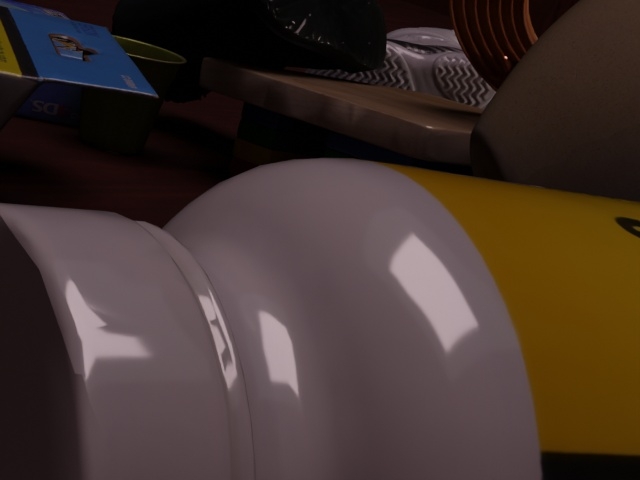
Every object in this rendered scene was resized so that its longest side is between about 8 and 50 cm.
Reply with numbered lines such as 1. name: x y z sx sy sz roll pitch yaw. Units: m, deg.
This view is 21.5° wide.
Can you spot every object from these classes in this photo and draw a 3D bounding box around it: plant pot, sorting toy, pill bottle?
1. plant pot: -0.152 -0.110 1.289 0.083 0.079 0.083 15 12 -3
2. sorting toy: 0.074 -0.060 1.297 0.255 0.089 0.257 4 12 -43
3. pill bottle: 0.050 0.077 0.484 0.334 0.188 0.188 6 16 -34
4. plant pot: 0.207 -0.038 1.090 0.191 0.284 0.284 -18 17 -3

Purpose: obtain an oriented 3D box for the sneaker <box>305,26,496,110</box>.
1. sneaker: 0.173 -0.121 1.590 0.366 0.137 0.210 13 15 6

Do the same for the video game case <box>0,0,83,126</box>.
1. video game case: -0.312 -0.167 1.390 0.269 0.061 0.244 10 15 -26

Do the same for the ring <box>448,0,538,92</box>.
1. ring: 0.260 -0.156 1.236 0.336 0.032 0.336 9 -31 5

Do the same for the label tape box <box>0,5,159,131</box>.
1. label tape box: -0.288 -0.101 1.027 0.333 0.106 0.240 12 14 -18

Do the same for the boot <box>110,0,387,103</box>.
1. boot: -0.086 -0.183 1.360 0.207 0.094 0.246 -6 -16 26
